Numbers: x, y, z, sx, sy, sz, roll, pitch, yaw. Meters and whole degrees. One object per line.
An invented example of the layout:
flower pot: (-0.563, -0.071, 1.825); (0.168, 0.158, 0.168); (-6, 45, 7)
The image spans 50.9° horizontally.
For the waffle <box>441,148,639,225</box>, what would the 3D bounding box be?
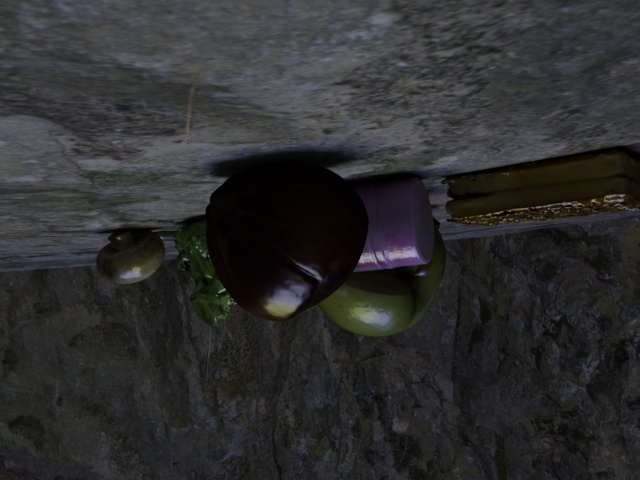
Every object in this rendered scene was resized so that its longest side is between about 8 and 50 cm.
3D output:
waffle: (0.389, -0.081, 1.143); (0.308, 0.091, 0.213); (-8, 176, 38)

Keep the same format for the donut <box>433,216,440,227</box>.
donut: (0.198, 0.000, 1.742); (0.235, 0.089, 0.235); (-31, 168, -7)

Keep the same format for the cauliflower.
cauliflower: (-0.234, 0.077, 1.550); (0.272, 0.250, 0.275); (-10, 142, 39)

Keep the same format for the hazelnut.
hazelnut: (-0.052, -0.011, 0.898); (0.230, 0.229, 0.229); (-5, 177, 0)

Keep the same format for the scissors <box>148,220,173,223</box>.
scissors: (-0.354, -0.040, 1.469); (0.036, 0.006, 0.083); (-4, 177, 19)

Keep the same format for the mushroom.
mushroom: (-0.460, 0.033, 1.630); (0.166, 0.127, 0.166); (-11, -161, 4)

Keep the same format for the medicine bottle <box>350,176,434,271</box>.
medicine bottle: (0.056, -0.021, 1.160); (0.254, 0.152, 0.152); (-7, 177, 23)

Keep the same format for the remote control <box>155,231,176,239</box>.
remote control: (-0.344, -0.009, 1.845); (0.261, 0.029, 0.067); (-2, 176, -44)

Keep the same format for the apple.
apple: (0.108, 0.051, 1.380); (0.254, 0.292, 0.292); (19, -167, 39)
